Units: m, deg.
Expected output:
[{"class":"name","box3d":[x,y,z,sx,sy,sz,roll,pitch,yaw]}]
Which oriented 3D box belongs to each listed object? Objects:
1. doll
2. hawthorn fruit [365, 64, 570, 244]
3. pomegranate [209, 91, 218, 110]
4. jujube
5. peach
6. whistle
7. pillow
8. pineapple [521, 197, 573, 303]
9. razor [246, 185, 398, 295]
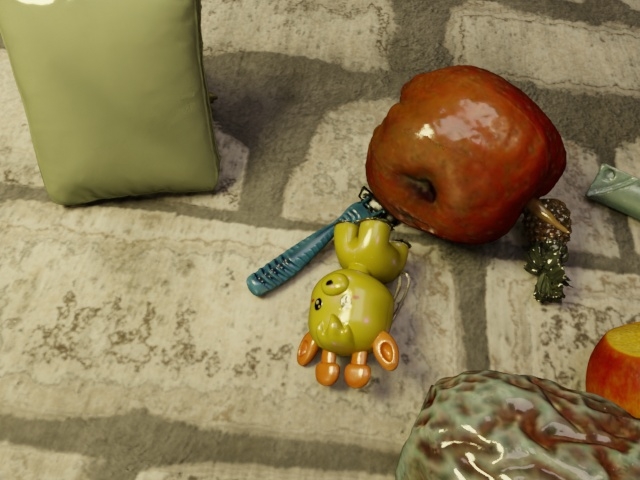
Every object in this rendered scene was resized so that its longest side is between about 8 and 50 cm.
[{"class":"doll","box3d":[0.045,0.082,0.731,0.143,0.135,0.220,-5,58,30]},{"class":"hawthorn fruit","box3d":[0.198,-0.118,0.800,0.262,0.258,0.258,21,55,-14]},{"class":"pomegranate","box3d":[-0.267,-0.257,0.904,0.205,0.159,0.159,25,52,-25]},{"class":"jujube","box3d":[0.230,0.256,0.561,0.317,0.226,0.226,23,57,25]},{"class":"peach","box3d":[0.415,0.164,0.658,0.190,0.190,0.192,23,79,10]},{"class":"whistle","box3d":[0.573,-0.028,0.875,0.312,0.062,0.062,28,59,13]},{"class":"pillow","box3d":[-0.275,-0.204,0.769,0.256,0.322,0.119,-8,35,-10]},{"class":"pineapple","box3d":[0.331,0.016,0.821,0.074,0.074,0.159,10,59,2]},{"class":"razor","box3d":[0.000,0.000,0.817,0.253,0.042,0.082,-34,67,-23]}]
